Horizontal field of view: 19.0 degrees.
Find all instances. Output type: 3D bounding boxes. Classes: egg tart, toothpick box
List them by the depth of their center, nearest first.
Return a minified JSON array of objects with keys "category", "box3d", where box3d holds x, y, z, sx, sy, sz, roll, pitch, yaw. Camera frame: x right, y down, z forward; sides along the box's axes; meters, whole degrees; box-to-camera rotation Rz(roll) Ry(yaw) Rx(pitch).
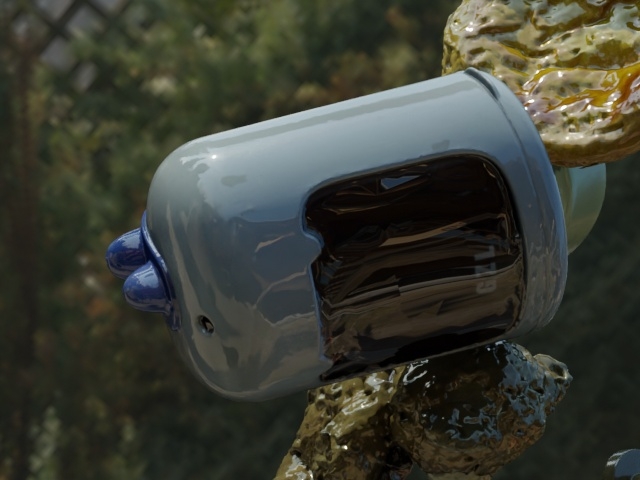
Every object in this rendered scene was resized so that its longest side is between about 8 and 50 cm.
[{"category":"toothpick box","box3d":[0.000,0.000,1.622,0.263,0.354,0.263,166,-90,-74]},{"category":"egg tart","box3d":[0.281,-0.197,1.918,0.341,0.341,0.129,39,-5,38]}]

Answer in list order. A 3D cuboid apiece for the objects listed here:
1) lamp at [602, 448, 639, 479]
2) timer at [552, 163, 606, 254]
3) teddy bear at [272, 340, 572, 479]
[{"category":"lamp","box3d":[0.352,0.218,1.705,0.121,0.121,0.214,40,-32,-29]},{"category":"timer","box3d":[0.204,-0.060,2.542,0.291,0.291,0.315,40,25,8]},{"category":"teddy bear","box3d":[0.099,0.161,1.753,0.256,0.267,0.156,-3,-71,41]}]
